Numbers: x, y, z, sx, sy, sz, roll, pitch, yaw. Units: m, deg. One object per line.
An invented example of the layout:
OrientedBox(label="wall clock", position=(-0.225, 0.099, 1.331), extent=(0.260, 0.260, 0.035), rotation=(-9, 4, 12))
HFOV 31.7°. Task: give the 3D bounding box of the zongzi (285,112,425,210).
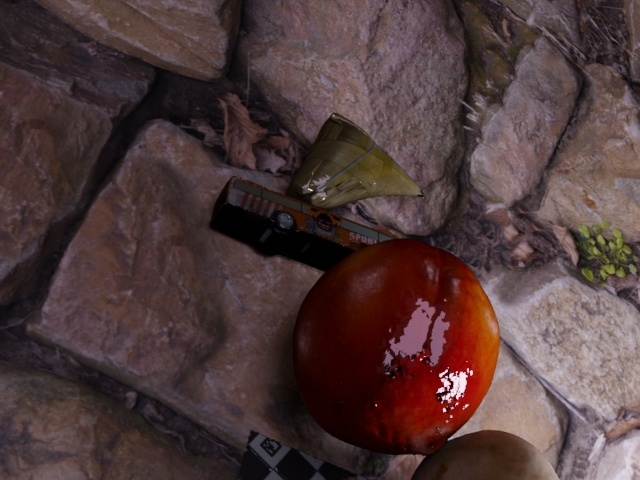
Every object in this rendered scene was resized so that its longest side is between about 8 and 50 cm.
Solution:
OrientedBox(label="zongzi", position=(0.071, -0.094, 2.172), extent=(0.256, 0.115, 0.228), rotation=(40, 52, -15))

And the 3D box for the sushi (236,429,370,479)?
OrientedBox(label="sushi", position=(-0.013, 0.467, 1.797), extent=(0.292, 0.059, 0.294), rotation=(23, 53, -15))

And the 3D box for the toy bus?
OrientedBox(label="toy bus", position=(0.000, 0.000, 2.073), extent=(0.409, 0.093, 0.092), rotation=(21, 46, -17))

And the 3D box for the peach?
OrientedBox(label="peach", position=(0.127, 0.177, 1.867), extent=(0.370, 0.370, 0.370), rotation=(14, 55, -21))

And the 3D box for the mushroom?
OrientedBox(label="mushroom", position=(0.296, 0.453, 1.868), extent=(0.290, 0.292, 0.292), rotation=(6, 53, -61))
